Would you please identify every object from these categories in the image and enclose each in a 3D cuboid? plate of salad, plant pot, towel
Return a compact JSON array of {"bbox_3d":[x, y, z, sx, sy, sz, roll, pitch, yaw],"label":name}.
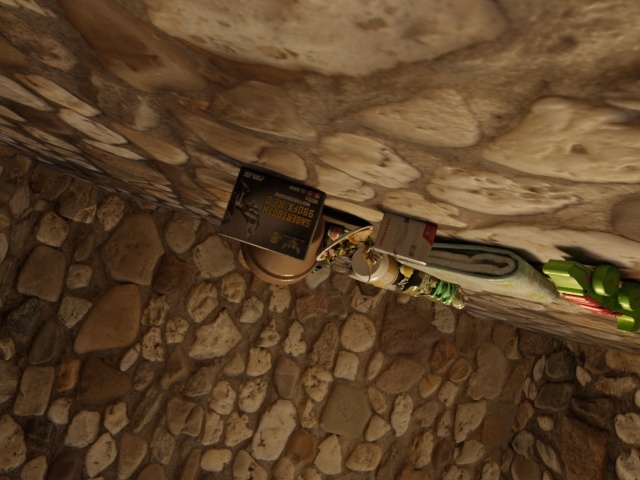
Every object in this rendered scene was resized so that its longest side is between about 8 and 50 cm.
[{"bbox_3d":[0.079,0.017,1.431,0.048,0.200,0.200,59,-179,10],"label":"plate of salad"},{"bbox_3d":[-0.096,-0.017,1.421,0.263,0.263,0.229,20,156,-12],"label":"plant pot"},{"bbox_3d":[0.440,0.080,1.332,0.374,0.090,0.320,12,174,45],"label":"towel"}]

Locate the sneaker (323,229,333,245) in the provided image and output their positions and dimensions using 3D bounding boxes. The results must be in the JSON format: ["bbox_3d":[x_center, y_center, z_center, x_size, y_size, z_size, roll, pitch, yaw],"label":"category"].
[{"bbox_3d":[0.000,0.000,1.806,0.153,0.099,0.282,15,176,13],"label":"sneaker"}]

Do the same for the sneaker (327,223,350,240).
[{"bbox_3d":[0.089,-0.008,1.666,0.075,0.057,0.161,21,173,33],"label":"sneaker"}]

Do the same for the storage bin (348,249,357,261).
[{"bbox_3d":[0.191,0.088,2.126,0.091,0.098,0.135,47,170,-7],"label":"storage bin"}]

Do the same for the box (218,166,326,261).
[{"bbox_3d":[-0.121,-0.066,1.200,0.231,0.183,0.056,19,174,3],"label":"box"}]

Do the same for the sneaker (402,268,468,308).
[{"bbox_3d":[0.425,0.161,1.633,0.182,0.158,0.410,32,-171,29],"label":"sneaker"}]

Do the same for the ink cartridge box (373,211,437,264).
[{"bbox_3d":[0.211,-0.004,1.170,0.135,0.099,0.056,18,175,12],"label":"ink cartridge box"}]

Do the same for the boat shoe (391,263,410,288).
[{"bbox_3d":[0.377,0.162,2.086,0.306,0.113,0.105,19,168,-31],"label":"boat shoe"}]

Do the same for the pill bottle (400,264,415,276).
[{"bbox_3d":[0.379,0.121,1.926,0.065,0.065,0.116,21,173,-24],"label":"pill bottle"}]

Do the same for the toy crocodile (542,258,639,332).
[{"bbox_3d":[0.616,0.118,1.047,0.341,0.105,0.115,23,172,-33],"label":"toy crocodile"}]

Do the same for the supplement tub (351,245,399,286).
[{"bbox_3d":[0.216,0.101,1.853,0.144,0.144,0.200,15,173,30],"label":"supplement tub"}]

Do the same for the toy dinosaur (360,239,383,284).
[{"bbox_3d":[0.185,0.067,1.732,0.053,0.183,0.093,-12,176,-35],"label":"toy dinosaur"}]

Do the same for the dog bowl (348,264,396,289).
[{"bbox_3d":[0.288,0.179,2.507,0.265,0.104,0.265,18,174,2],"label":"dog bowl"}]

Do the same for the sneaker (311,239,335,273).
[{"bbox_3d":[-0.070,0.073,1.725,0.139,0.125,0.341,50,153,-6],"label":"sneaker"}]
